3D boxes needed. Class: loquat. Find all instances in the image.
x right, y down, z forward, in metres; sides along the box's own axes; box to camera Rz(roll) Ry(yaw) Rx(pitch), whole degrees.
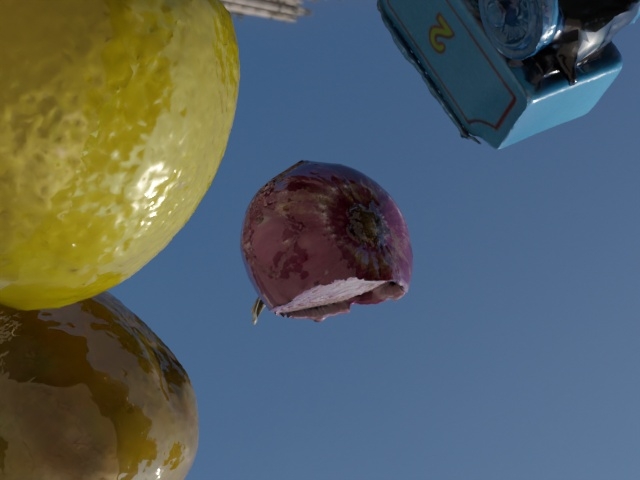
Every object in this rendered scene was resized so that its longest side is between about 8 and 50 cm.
[{"bbox_3d":[-0.195,0.130,0.760,0.213,0.213,0.213,3,-84,28],"label":"loquat"}]

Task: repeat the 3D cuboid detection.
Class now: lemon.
[{"bbox_3d":[-0.173,-0.072,0.605,0.240,0.240,0.219,20,-92,26],"label":"lemon"}]

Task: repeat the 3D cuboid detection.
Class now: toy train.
[{"bbox_3d":[0.203,-0.269,1.149,0.300,0.188,0.265,59,-26,18],"label":"toy train"}]

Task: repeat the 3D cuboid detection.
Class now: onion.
[{"bbox_3d":[0.006,-0.005,1.231,0.207,0.200,0.200,-5,-87,-11],"label":"onion"}]
